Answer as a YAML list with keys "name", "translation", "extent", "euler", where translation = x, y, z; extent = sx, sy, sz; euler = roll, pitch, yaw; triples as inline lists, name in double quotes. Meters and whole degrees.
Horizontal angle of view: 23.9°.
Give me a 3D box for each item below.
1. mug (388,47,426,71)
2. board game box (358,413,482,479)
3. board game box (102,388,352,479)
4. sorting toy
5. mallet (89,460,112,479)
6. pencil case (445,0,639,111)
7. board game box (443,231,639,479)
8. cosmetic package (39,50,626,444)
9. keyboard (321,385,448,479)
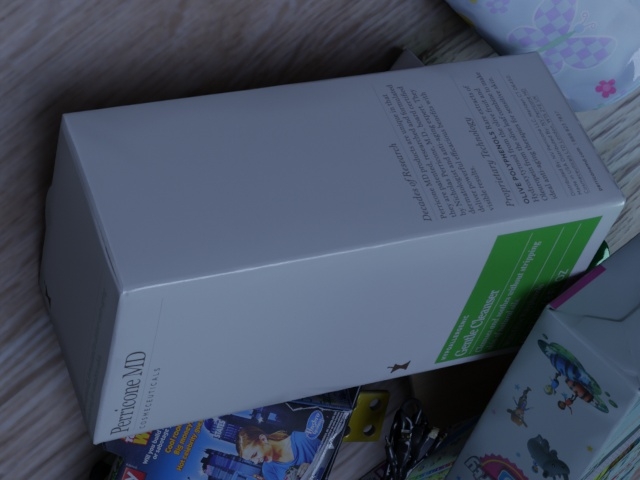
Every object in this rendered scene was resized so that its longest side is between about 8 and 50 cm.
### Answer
- name: "mug"
  translation: [0.071, -0.099, 1.163]
  extent: [0.064, 0.062, 0.078]
  euler: [-44, 86, 6]
- name: "board game box"
  translation: [0.097, 0.224, 1.346]
  extent: [0.154, 0.026, 0.103]
  euler: [-35, 123, -10]
- name: "board game box"
  translation: [-0.103, 0.169, 1.151]
  extent: [0.194, 0.060, 0.194]
  euler: [23, 101, -8]
- name: "sorting toy"
  translation: [0.118, 0.083, 1.278]
  extent: [0.274, 0.046, 0.132]
  euler: [-20, 120, -15]
- name: "mallet"
  translation: [-0.100, 0.213, 1.234]
  extent: [0.189, 0.039, 0.062]
  euler: [38, 93, -31]
- name: "pencil case"
  translation: [0.148, -0.212, 1.121]
  extent: [0.124, 0.113, 0.273]
  euler: [-34, 129, 21]
- name: "board game box"
  translation: [0.215, 0.132, 1.208]
  extent: [0.224, 0.097, 0.303]
  euler: [-31, 153, -41]
- name: "cosmetic package"
  translation: [0.000, 0.000, 1.073]
  extent: [0.365, 0.155, 0.197]
  euler: [-12, 148, -21]
- name: "keyboard"
  translation: [-0.023, 0.200, 1.211]
  extent: [0.201, 0.033, 0.317]
  euler: [19, 102, -8]
